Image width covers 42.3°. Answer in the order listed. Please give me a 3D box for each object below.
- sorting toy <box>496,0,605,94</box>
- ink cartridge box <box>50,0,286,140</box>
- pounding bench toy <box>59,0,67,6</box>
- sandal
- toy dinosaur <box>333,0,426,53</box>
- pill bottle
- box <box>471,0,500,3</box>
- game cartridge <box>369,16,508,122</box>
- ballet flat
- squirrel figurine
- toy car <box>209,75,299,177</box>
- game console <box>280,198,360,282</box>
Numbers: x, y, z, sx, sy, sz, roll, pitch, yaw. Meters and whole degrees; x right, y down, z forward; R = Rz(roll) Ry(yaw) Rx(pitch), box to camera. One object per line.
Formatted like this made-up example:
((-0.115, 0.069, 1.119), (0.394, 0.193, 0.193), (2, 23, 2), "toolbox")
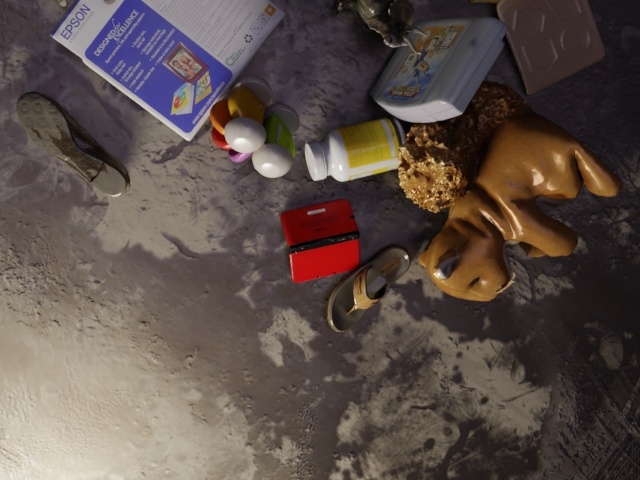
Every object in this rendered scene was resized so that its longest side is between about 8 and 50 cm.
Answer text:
((0.469, -0.428, 1.690), (0.193, 0.038, 0.208), (-27, 109, -9), "sorting toy")
((-0.274, -0.393, 1.517), (0.307, 0.072, 0.304), (38, 88, -12), "ink cartridge box")
((-0.477, -0.463, 1.469), (0.065, 0.052, 0.083), (10, 93, -13), "pounding bench toy")
((0.101, 0.096, 1.647), (0.219, 0.060, 0.090), (-39, 110, -9), "sandal")
((0.109, -0.493, 1.561), (0.160, 0.121, 0.314), (2, 81, -4), "toy dinosaur")
((0.068, -0.172, 1.594), (0.184, 0.103, 0.103), (-14, 99, -11), "pill bottle")
((0.343, -0.546, 1.657), (0.081, 0.028, 0.136), (-2, 94, -12), "box")
((0.201, -0.311, 1.510), (0.062, 0.297, 0.198), (37, 86, -25), "game cartridge")
((-0.446, -0.176, 1.510), (0.250, 0.058, 0.084), (41, 108, -8), "ballet flat")
((0.305, -0.089, 1.598), (0.397, 0.281, 0.370), (41, 98, -11), "squirrel figurine")
((-0.129, -0.199, 1.535), (0.136, 0.159, 0.182), (-22, 134, 32), "toy car")
((0.000, 0.000, 1.643), (0.144, 0.085, 0.124), (-13, 67, -12), "game console")
